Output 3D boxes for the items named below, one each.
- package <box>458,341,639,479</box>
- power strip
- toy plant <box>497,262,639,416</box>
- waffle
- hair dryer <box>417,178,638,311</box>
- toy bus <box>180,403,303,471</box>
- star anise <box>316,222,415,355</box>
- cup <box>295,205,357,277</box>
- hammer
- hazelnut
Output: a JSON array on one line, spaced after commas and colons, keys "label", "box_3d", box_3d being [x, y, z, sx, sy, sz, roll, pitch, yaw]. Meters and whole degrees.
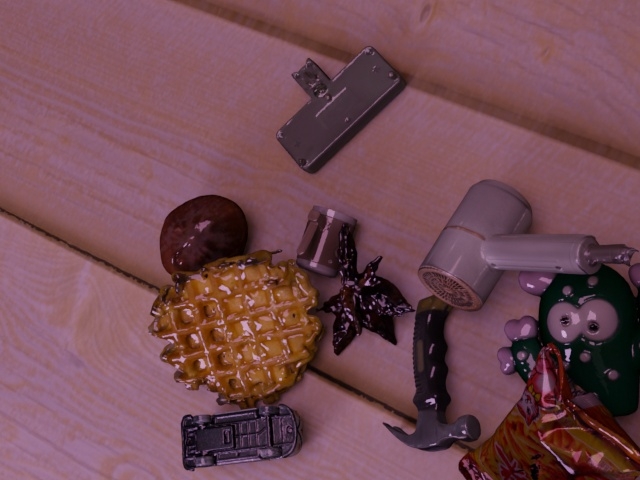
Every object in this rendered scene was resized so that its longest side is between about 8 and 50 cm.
[{"label": "package", "box_3d": [0.324, 0.295, 1.456, 0.223, 0.108, 0.288, 49, 141, 26]}, {"label": "power strip", "box_3d": [0.012, -0.230, 1.756, 0.216, 0.061, 0.145, -43, 68, 7]}, {"label": "toy plant", "box_3d": [0.372, 0.122, 1.506, 0.233, 0.112, 0.243, 18, 96, 24]}, {"label": "waffle", "box_3d": [-0.134, 0.132, 1.686, 0.262, 0.060, 0.280, 29, 111, 4]}, {"label": "hair dryer", "box_3d": [0.295, 0.009, 1.468, 0.357, 0.107, 0.173, 3, 56, 56]}, {"label": "toy bus", "box_3d": [-0.114, 0.302, 1.674, 0.194, 0.089, 0.087, -11, 73, 19]}, {"label": "star anise", "box_3d": [0.072, 0.092, 1.645, 0.157, 0.053, 0.212, 26, 117, 19]}, {"label": "cup", "box_3d": [0.008, 0.003, 1.686, 0.074, 0.102, 0.099, 18, 87, 1]}, {"label": "hammer", "box_3d": [0.162, 0.193, 1.594, 0.159, 0.041, 0.226, -19, 60, 42]}, {"label": "hazelnut", "box_3d": [-0.189, -0.005, 1.749, 0.154, 0.143, 0.143, -38, 67, 9]}]
